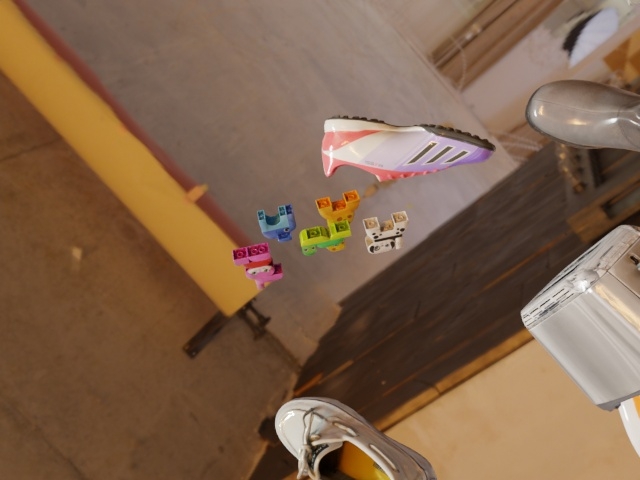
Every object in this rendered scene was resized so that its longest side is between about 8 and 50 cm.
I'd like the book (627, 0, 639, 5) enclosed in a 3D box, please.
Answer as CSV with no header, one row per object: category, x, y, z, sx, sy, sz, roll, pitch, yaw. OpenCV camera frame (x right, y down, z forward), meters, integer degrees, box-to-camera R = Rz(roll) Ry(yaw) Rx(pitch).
book,0.301,-0.321,0.733,0.096,0.035,0.144,17,-117,-64

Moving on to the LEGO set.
LEGO set,0.000,0.000,0.988,0.093,0.227,0.087,79,178,-49

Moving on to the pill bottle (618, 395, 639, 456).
pill bottle,0.716,0.237,1.216,0.224,0.392,0.224,32,-133,-42

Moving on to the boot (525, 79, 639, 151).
boot,0.503,-0.200,1.140,0.338,0.118,0.223,12,180,8

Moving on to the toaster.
toaster,0.320,0.085,0.794,0.129,0.227,0.146,-38,-103,-22

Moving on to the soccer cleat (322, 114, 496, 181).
soccer cleat,0.160,-0.159,1.364,0.318,0.116,0.108,7,-176,8

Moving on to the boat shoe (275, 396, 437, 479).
boat shoe,0.016,0.376,1.288,0.156,0.135,0.367,12,-174,-45
